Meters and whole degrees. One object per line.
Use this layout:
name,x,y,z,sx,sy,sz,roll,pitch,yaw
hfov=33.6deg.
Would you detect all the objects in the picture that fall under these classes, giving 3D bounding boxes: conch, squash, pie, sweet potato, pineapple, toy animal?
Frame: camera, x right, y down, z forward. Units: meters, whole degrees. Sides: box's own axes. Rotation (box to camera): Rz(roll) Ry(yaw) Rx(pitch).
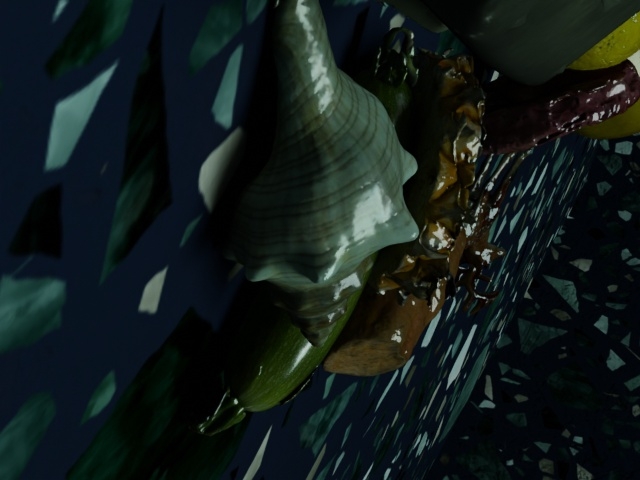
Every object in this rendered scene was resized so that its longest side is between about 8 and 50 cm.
conch,0.011,-0.039,0.659,0.137,0.114,0.234,-59,164,-77
squash,0.002,0.002,0.760,0.318,0.080,0.071,-64,-156,-1
pie,0.241,-0.150,1.143,0.219,0.204,0.054,-56,129,-67
sweet potato,0.084,0.040,1.051,0.252,0.097,0.097,-53,160,-35
pineapple,0.071,-0.046,0.800,0.221,0.047,0.221,-171,-90,-77
toy animal,0.198,-0.019,1.414,0.243,0.087,0.260,-6,122,-57

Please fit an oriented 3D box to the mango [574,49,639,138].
mango,0.466,-0.296,1.590,0.445,0.220,0.301,-31,146,-59

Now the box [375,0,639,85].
box,0.111,-0.197,0.527,0.220,0.166,0.290,-38,171,16

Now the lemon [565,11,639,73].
lemon,0.259,-0.254,1.035,0.173,0.173,0.206,-55,157,-34
